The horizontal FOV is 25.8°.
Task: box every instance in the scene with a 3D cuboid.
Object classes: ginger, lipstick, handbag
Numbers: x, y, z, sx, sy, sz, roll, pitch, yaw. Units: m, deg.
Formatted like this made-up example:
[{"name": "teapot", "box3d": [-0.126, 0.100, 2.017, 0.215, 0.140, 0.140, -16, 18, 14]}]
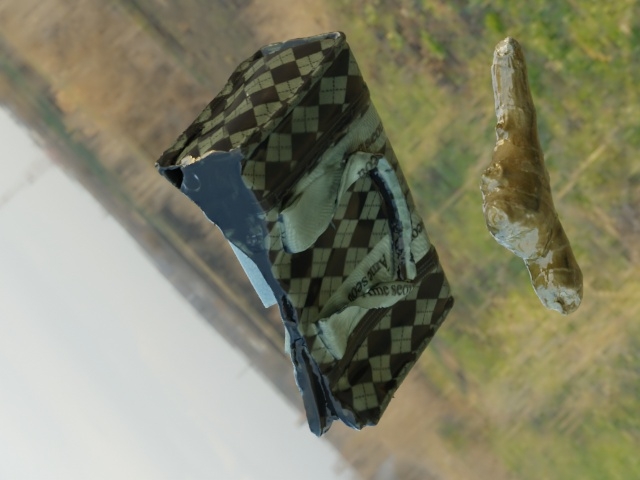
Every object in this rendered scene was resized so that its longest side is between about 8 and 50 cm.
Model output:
[{"name": "ginger", "box3d": [0.239, -0.076, 1.657, 0.148, 0.334, 0.081, 8, 159, -38]}, {"name": "lipstick", "box3d": [-0.122, -0.030, 2.161, 0.068, 0.061, 0.274, -32, 85, 54]}, {"name": "handbag", "box3d": [0.000, 0.000, 1.688, 0.180, 0.317, 0.416, -10, 119, 31]}]
